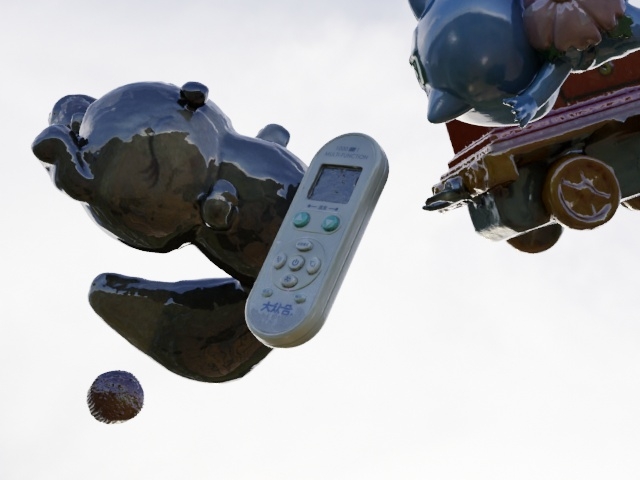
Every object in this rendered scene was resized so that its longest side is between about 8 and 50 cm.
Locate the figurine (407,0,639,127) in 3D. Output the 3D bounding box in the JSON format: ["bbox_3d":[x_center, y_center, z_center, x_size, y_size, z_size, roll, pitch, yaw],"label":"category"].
[{"bbox_3d":[0.151,-0.135,0.929,0.178,0.114,0.144,-17,-2,23],"label":"figurine"}]

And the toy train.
[{"bbox_3d":[0.254,-0.120,1.394,0.369,0.231,0.163,-18,-3,-17],"label":"toy train"}]

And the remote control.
[{"bbox_3d":[0.000,0.000,1.272,0.078,0.221,0.042,7,-28,36],"label":"remote control"}]

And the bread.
[{"bbox_3d":[-0.299,0.228,2.051,0.085,0.085,0.053,25,-32,-17],"label":"bread"}]

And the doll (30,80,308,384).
[{"bbox_3d":[-0.186,-0.011,1.685,0.382,0.252,0.378,20,-78,0],"label":"doll"}]
